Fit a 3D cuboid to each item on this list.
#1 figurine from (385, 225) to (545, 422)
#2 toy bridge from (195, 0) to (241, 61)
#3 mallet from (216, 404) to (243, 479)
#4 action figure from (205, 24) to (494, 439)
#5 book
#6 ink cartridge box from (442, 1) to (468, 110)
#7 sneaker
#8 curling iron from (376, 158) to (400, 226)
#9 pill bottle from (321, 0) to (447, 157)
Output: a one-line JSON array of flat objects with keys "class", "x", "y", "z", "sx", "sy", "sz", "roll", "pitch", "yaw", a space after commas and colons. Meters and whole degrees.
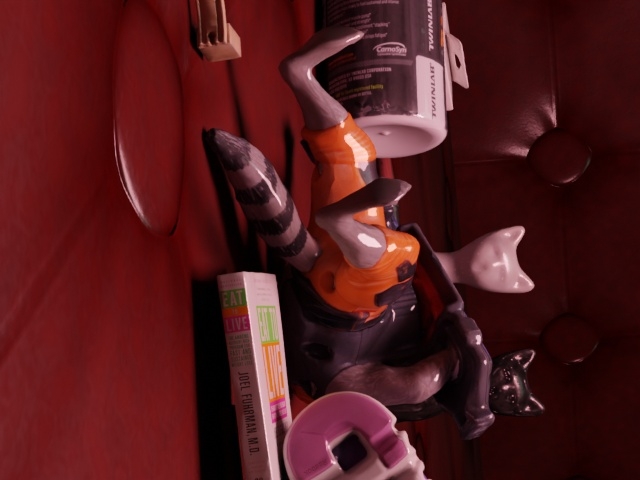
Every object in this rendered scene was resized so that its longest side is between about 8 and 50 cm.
[{"class": "figurine", "x": 0.123, "y": 0.089, "z": 1.403, "sx": 0.092, "sy": 0.210, "sz": 0.214, "roll": -24, "pitch": 110, "yaw": -80}, {"class": "toy bridge", "x": -0.075, "y": -0.221, "z": 0.913, "sx": 0.063, "sy": 0.026, "sz": 0.188, "roll": 45, "pitch": 42, "yaw": -73}, {"class": "mallet", "x": -0.054, "y": 0.204, "z": 0.875, "sx": 0.062, "sy": 0.039, "sz": 0.189, "roll": 7, "pitch": 76, "yaw": -83}, {"class": "action figure", "x": 0.000, "y": 0.000, "z": 1.063, "sx": 0.330, "sy": 0.179, "sz": 0.341, "roll": 86, "pitch": -20, "yaw": -43}, {"class": "book", "x": -0.044, "y": 0.095, "z": 0.898, "sx": 0.096, "sy": 0.035, "sz": 0.144, "roll": 26, "pitch": 56, "yaw": -83}, {"class": "ink cartridge box", "x": 0.095, "y": -0.207, "z": 1.534, "sx": 0.092, "sy": 0.143, "sz": 0.089, "roll": 72, "pitch": 18, "yaw": -56}, {"class": "sneaker", "x": 0.059, "y": 0.211, "z": 0.907, "sx": 0.236, "sy": 0.095, "sz": 0.104, "roll": 56, "pitch": -14, "yaw": 8}, {"class": "curling iron", "x": 0.081, "y": -0.059, "z": 1.718, "sx": 0.068, "sy": 0.035, "sz": 0.273, "roll": 20, "pitch": 66, "yaw": -75}, {"class": "pill bottle", "x": 0.066, "y": -0.221, "z": 1.414, "sx": 0.130, "sy": 0.131, "sz": 0.245, "roll": 54, "pitch": 34, "yaw": -72}]
